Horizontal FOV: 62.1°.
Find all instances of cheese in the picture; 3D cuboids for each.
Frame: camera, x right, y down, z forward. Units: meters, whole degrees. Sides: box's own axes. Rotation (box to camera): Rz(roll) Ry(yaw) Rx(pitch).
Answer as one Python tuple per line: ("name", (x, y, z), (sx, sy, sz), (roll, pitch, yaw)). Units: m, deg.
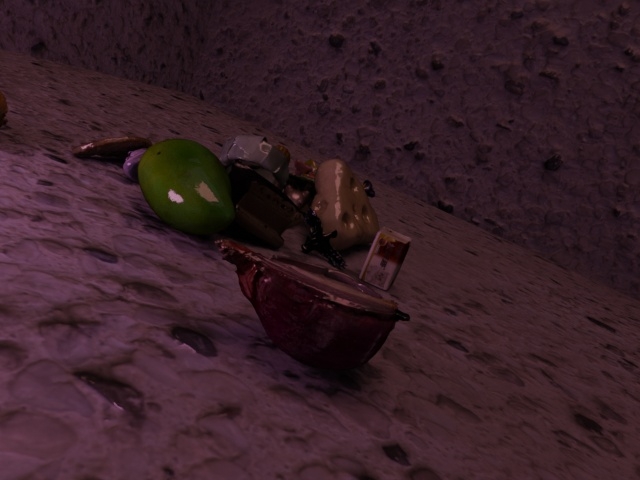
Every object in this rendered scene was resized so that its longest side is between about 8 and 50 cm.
("cheese", (0.095, -0.054, 1.758), (0.328, 0.129, 0.351), (46, 35, -40))

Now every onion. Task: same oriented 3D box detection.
("onion", (-0.043, 0.123, 0.942), (0.348, 0.159, 0.267), (21, 4, -10))

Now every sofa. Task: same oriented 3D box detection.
("sofa", (-0.196, -0.085, 1.516), (0.200, 0.182, 0.258), (33, 7, -32))

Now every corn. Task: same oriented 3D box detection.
("corn", (-0.204, -0.374, 2.492), (0.120, 0.121, 0.363), (21, 17, -5))

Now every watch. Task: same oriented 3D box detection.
("watch", (-0.222, -0.231, 1.678), (0.253, 0.162, 0.241), (5, -21, 23))

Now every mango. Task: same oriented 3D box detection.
("mango", (-0.326, -0.130, 1.337), (0.225, 0.201, 0.382), (19, 16, -43))

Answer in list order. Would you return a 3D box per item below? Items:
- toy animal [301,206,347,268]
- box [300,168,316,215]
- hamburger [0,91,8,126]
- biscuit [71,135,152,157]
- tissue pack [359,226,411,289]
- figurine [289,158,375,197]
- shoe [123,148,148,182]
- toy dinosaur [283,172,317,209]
("toy animal", (0.000, 0.000, 1.536), (0.107, 0.062, 0.220), (-22, 67, -31))
("box", (0.003, -0.163, 1.997), (0.194, 0.148, 0.177), (22, 14, 0))
("hamburger", (-0.974, -0.369, 1.342), (0.318, 0.158, 0.319), (22, 13, -5))
("biscuit", (-0.618, -0.295, 1.659), (0.141, 0.038, 0.289), (-16, 0, 23))
("tissue pack", (0.186, 0.051, 1.518), (0.099, 0.149, 0.106), (24, 15, 10))
("figurine", (0.046, -0.267, 2.436), (0.420, 0.154, 0.193), (25, 48, -18))
("shoe", (-0.541, -0.235, 1.616), (0.137, 0.095, 0.245), (21, 11, 10))
("toy dinosaur", (-0.076, -0.119, 1.791), (0.152, 0.177, 0.194), (20, -12, -9))
